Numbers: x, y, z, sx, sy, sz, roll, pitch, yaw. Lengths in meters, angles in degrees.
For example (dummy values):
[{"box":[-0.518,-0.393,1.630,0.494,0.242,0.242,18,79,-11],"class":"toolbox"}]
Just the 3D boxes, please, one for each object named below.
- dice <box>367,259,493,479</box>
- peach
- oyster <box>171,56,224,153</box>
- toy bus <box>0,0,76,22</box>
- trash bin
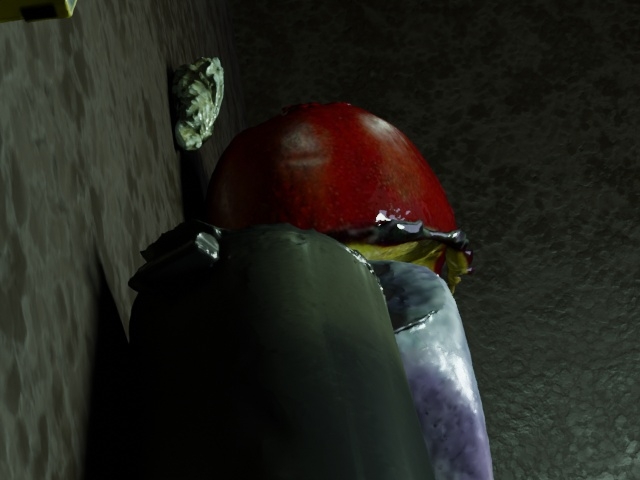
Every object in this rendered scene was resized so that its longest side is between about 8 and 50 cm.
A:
[{"box":[0.012,0.184,1.062,0.270,0.270,0.271,-101,-179,-74],"class":"dice"},{"box":[0.000,0.000,1.454,0.353,0.339,0.416,48,11,-15],"class":"peach"},{"box":[-0.161,-0.174,1.418,0.177,0.064,0.125,-141,-125,-74],"class":"oyster"},{"box":[-0.151,-0.196,0.571,0.226,0.074,0.081,-99,179,-45],"class":"toy bus"},{"box":[-0.028,0.154,0.713,0.252,0.203,0.301,54,14,-34],"class":"trash bin"}]
